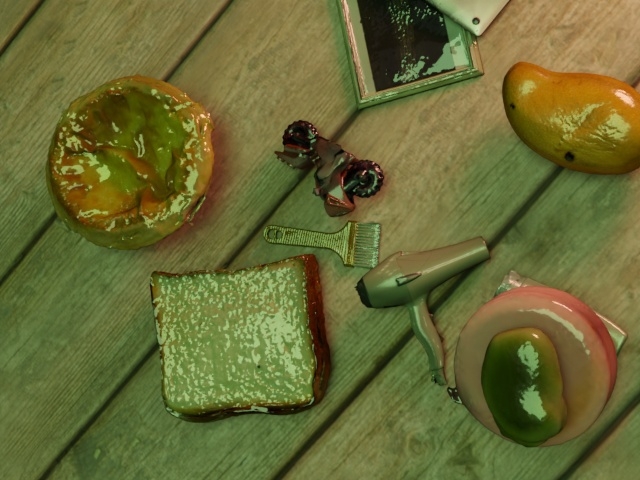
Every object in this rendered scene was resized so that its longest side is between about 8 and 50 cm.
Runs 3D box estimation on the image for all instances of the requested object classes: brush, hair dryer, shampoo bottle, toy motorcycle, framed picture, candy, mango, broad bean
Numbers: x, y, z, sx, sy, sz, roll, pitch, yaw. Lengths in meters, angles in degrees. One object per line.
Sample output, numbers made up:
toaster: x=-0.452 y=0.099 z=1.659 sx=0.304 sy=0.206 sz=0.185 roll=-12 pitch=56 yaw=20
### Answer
brush: x=0.000 y=0.000 z=1.777 sx=0.218 sy=0.010 sz=0.082 roll=6 pitch=86 yaw=20
hair dryer: x=0.203 y=0.090 z=1.673 sx=0.219 sy=0.088 sz=0.225 roll=-42 pitch=86 yaw=6
shampoo bottle: x=0.376 y=0.122 z=1.613 sx=0.212 sy=0.049 sz=0.072 roll=27 pitch=106 yaw=20
toy motorcycle: x=0.005 y=-0.119 z=1.751 sx=0.212 sy=0.084 sz=0.118 roll=34 pitch=97 yaw=27
framed picture: x=0.142 y=-0.393 z=1.768 sx=0.231 sy=0.018 sz=0.293 roll=-14 pitch=80 yaw=17
candy: x=0.322 y=0.195 z=1.573 sx=0.255 sy=0.094 sz=0.255 roll=5 pitch=102 yaw=26
mango: x=0.406 y=-0.193 z=1.611 sx=0.262 sy=0.109 sz=0.157 roll=30 pitch=104 yaw=24
broad bean: x=0.299 y=0.215 z=1.496 sx=0.124 sy=0.082 sz=0.174 roll=-17 pitch=82 yaw=29

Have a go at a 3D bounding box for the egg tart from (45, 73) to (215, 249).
egg tart: x=-0.334 y=-0.135 z=1.842 sx=0.341 sy=0.132 sz=0.341 roll=-2 pitch=84 yaw=20

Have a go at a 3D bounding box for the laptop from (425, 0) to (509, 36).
laptop: x=0.221 y=-0.490 z=1.734 sx=0.269 sy=0.015 sz=0.187 roll=39 pitch=92 yaw=13

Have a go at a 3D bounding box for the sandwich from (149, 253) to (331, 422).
sandwich: x=-0.133 y=0.171 z=1.758 sx=0.301 sy=0.099 sz=0.271 roll=-7 pitch=86 yaw=15
